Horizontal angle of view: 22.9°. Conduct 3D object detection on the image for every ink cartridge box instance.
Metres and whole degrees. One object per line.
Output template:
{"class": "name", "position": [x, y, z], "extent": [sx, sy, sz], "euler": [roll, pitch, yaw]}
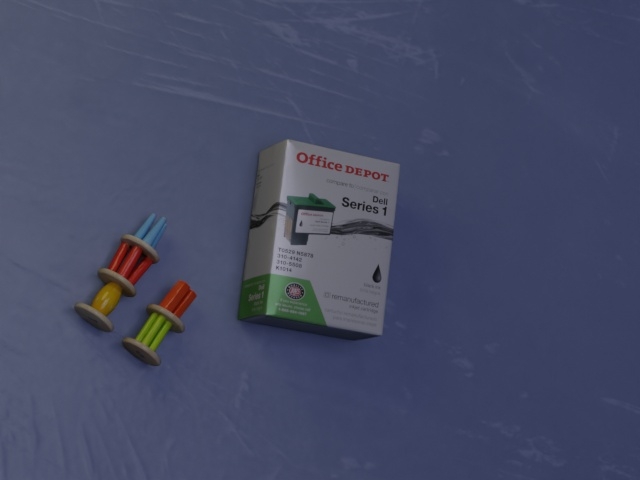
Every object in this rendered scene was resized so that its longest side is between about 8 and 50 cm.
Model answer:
{"class": "ink cartridge box", "position": [0.000, 0.000, 1.913], "extent": [0.160, 0.092, 0.219], "euler": [11, 78, -22]}

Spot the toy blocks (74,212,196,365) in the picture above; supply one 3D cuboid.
{"class": "toy blocks", "position": [-0.198, 0.054, 1.841], "extent": [0.123, 0.054, 0.148], "euler": [38, 69, -13]}
